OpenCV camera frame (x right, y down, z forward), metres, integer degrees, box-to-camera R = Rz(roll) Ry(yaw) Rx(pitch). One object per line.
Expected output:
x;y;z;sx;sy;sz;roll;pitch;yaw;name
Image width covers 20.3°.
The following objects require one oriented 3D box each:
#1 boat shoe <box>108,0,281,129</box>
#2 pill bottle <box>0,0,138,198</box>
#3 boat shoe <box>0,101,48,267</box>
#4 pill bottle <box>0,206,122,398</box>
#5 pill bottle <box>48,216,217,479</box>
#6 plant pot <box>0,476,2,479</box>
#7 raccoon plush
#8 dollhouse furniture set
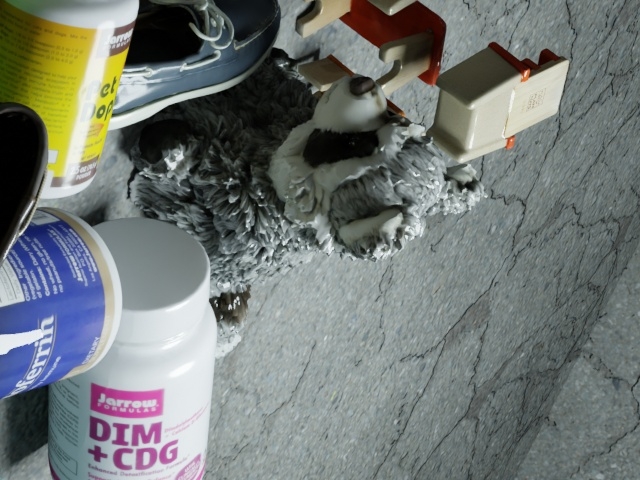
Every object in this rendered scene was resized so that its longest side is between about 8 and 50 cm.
-0.127;-0.180;1.580;0.254;0.095;0.079;-26;152;-35;boat shoe
-0.213;-0.149;1.418;0.117;0.117;0.215;-22;137;-52;pill bottle
-0.305;0.034;1.260;0.130;0.132;0.355;-37;-155;61;boat shoe
-0.299;0.062;1.460;0.265;0.153;0.153;-15;131;-55;pill bottle
-0.183;0.126;1.735;0.160;0.160;0.283;-36;146;-39;pill bottle
-0.322;0.366;1.548;0.341;0.334;0.341;-42;152;-30;plant pot
0.000;0.000;1.763;0.216;0.299;0.446;-46;153;-26;raccoon plush
0.104;-0.194;1.786;0.135;0.259;0.262;-28;144;-32;dollhouse furniture set
